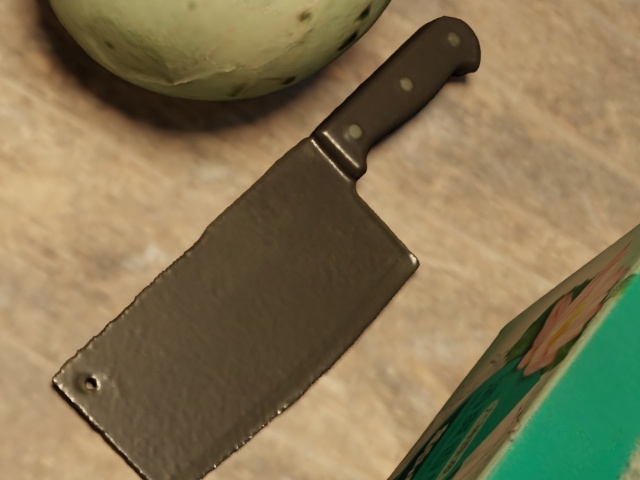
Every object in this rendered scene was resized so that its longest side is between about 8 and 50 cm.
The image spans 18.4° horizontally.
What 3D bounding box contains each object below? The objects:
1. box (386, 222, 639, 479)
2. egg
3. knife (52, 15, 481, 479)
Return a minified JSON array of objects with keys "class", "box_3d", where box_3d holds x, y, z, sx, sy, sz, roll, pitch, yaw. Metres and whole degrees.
[{"class":"box","box_3d":[0.067,0.107,0.658,0.092,0.153,0.245,44,54,-1]},{"class":"egg","box_3d":[-0.031,-0.115,0.741,0.164,0.131,0.131,-4,66,-53]},{"class":"knife","box_3d":[0.000,0.000,0.762,0.072,0.019,0.245,46,58,-4]}]
